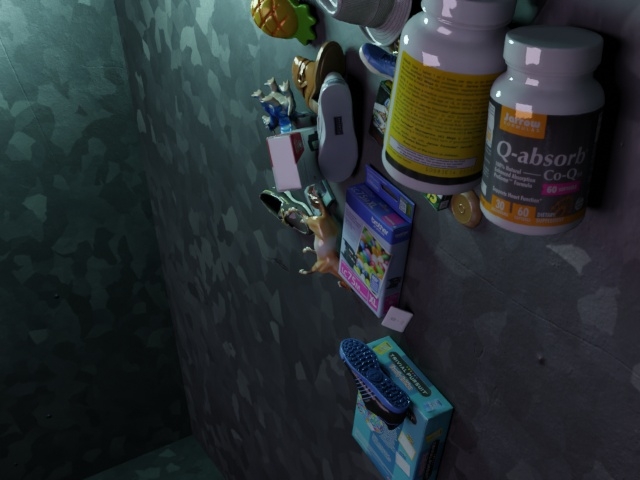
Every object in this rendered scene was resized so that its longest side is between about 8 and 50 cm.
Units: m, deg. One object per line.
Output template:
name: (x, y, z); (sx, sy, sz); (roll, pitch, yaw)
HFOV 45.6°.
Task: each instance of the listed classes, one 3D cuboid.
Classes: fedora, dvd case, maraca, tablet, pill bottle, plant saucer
fedora: (0.058, -0.499, 1.418); (0.244, 0.124, 0.275); (149, 112, -68)
dvd case: (-0.004, -0.115, 1.945); (0.087, 0.013, 0.119); (65, 154, 15)
maraca: (-0.086, -0.522, 1.768); (0.186, 0.099, 0.127); (29, 147, 21)
tablet: (0.176, 0.181, 1.744); (0.054, 0.006, 0.083); (20, 141, 0)
pill bottle: (0.324, -0.161, 1.113); (0.162, 0.162, 0.278); (39, 138, 49)
pill bottle: (0.213, -0.255, 1.240); (0.188, 0.188, 0.334); (49, 146, 39)
plant saucer: (0.272, -0.061, 1.438); (0.083, 0.015, 0.083); (41, 140, 46)

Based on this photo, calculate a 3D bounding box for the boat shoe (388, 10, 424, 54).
boat shoe: (0.162, -0.385, 1.414); (0.153, 0.048, 0.056); (-12, 95, 64)

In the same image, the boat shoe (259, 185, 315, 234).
boat shoe: (-0.088, -0.076, 2.068); (0.228, 0.069, 0.081); (43, 142, 45)

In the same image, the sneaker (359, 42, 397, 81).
sneaker: (0.149, -0.332, 1.418); (0.152, 0.058, 0.084); (40, 149, -4)

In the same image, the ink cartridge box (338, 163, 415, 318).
ink cartridge box: (0.121, 0.004, 1.725); (0.186, 0.065, 0.311); (47, 142, 41)

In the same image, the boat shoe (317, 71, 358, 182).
boat shoe: (0.039, -0.254, 1.712); (0.084, 0.095, 0.258); (-93, 5, -52)

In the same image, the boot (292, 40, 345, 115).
boot: (-0.015, -0.390, 1.737); (0.152, 0.073, 0.197); (54, 146, 40)

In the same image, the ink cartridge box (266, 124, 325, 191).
ink cartridge box: (-0.038, -0.195, 1.771); (0.072, 0.175, 0.127); (-5, 103, 34)

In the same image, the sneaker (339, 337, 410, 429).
sneaker: (0.112, 0.328, 1.732); (0.232, 0.081, 0.090); (50, 139, 37)

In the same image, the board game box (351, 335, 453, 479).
board game box: (0.188, 0.439, 1.834); (0.254, 0.079, 0.336); (47, 144, 41)

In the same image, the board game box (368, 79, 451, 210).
board game box: (0.184, -0.192, 1.515); (0.259, 0.030, 0.136); (54, 146, 33)

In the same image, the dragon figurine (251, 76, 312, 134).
dragon figurine: (-0.081, -0.311, 1.847); (0.144, 0.085, 0.289); (51, 169, -29)

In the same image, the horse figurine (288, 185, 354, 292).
horse figurine: (0.000, 0.000, 1.919); (0.174, 0.066, 0.263); (12, 115, 48)
